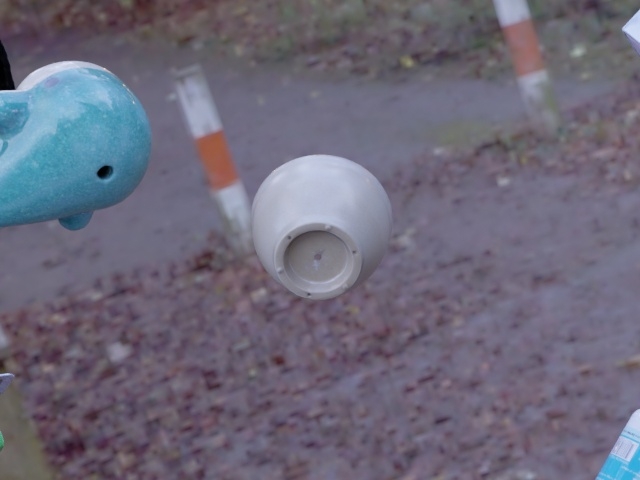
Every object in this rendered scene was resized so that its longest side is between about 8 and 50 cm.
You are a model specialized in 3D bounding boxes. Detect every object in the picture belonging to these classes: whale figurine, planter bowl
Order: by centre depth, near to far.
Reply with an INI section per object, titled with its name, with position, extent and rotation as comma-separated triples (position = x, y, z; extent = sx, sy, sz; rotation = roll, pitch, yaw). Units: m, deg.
[planter bowl]
position = 0.000, 0.000, 1.749
extent = 0.162, 0.162, 0.109
rotation = -16, 25, 10
[whale figurine]
position = -0.310, -0.076, 1.771
extent = 0.272, 0.216, 0.141
rotation = -37, 44, -12

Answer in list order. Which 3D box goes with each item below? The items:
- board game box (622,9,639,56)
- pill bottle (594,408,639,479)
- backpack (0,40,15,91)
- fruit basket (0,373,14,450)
[board game box]
position = 0.438, -0.058, 1.377
extent = 0.066, 0.318, 0.319
rotation = -48, 57, 4
[pill bottle]
position = 0.390, 0.351, 1.936
extent = 0.264, 0.146, 0.146
rotation = -60, 23, -4
[backpack]
position = -0.448, -0.192, 1.892
extent = 0.152, 0.182, 0.115
rotation = 8, 23, 30
[fruit basket]
position = -0.487, 0.215, 1.475
extent = 0.353, 0.165, 0.327
rotation = -15, -16, -31
